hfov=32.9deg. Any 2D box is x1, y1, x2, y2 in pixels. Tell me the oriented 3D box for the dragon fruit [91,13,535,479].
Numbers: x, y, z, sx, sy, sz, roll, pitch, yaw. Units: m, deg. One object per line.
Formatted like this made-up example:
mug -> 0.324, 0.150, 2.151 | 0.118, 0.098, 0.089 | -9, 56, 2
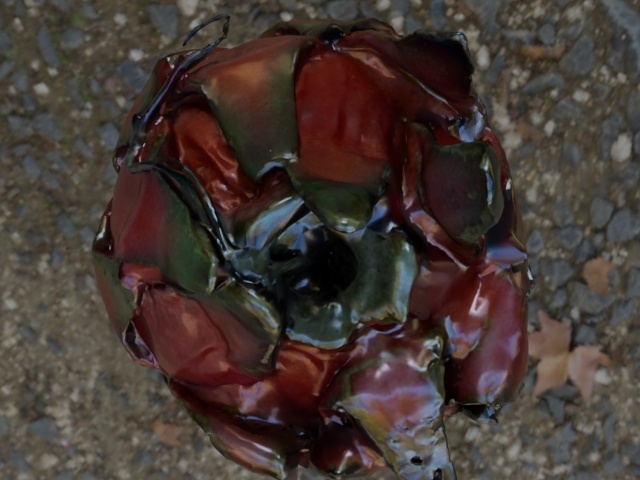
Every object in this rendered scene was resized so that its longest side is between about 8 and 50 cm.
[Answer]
dragon fruit -> 0.000, 0.000, 0.453 | 0.193, 0.274, 0.192 | 13, 94, 9
